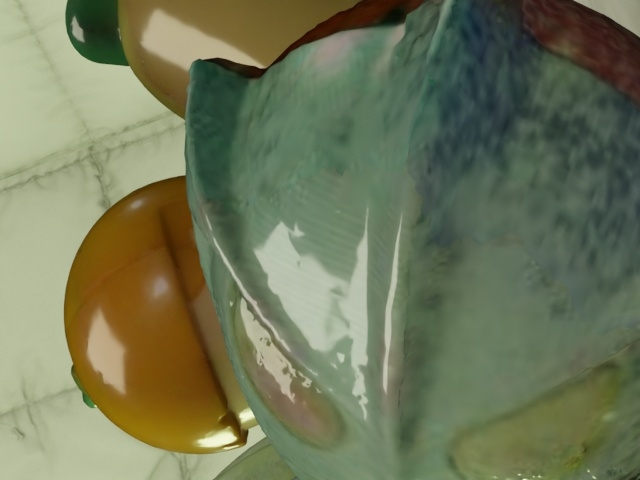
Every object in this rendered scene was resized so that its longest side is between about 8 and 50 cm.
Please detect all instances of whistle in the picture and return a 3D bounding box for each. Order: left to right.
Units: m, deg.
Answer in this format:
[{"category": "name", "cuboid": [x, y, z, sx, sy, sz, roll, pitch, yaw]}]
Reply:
[{"category": "whistle", "cuboid": [0.041, 0.053, 0.518, 0.134, 0.142, 0.346, -95, 2, -48]}]

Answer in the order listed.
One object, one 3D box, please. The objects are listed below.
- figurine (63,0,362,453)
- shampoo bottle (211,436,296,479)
[{"category": "figurine", "cuboid": [0.000, 0.000, 0.715, 0.124, 0.222, 0.324, 73, 178, -62]}, {"category": "shampoo bottle", "cuboid": [0.052, 0.260, 1.100, 0.317, 0.322, 0.322, 52, -164, -67]}]
